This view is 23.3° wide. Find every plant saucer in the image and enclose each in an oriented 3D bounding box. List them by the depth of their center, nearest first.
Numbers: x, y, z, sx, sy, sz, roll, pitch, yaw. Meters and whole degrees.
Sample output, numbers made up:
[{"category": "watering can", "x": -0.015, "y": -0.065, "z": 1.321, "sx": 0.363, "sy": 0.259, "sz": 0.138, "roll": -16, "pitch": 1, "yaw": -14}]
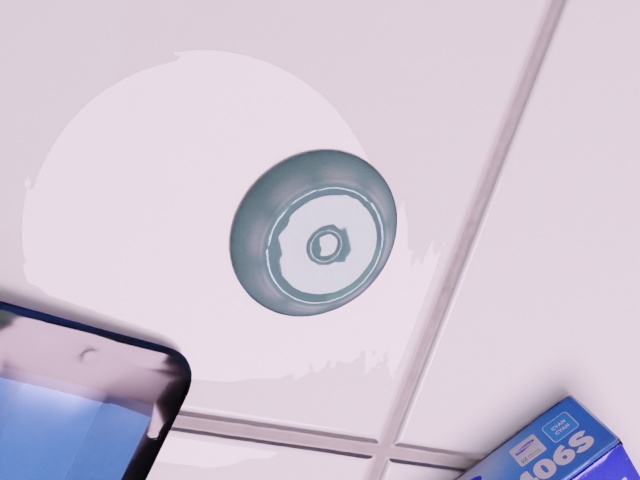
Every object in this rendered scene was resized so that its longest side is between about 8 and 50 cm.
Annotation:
[{"category": "plant saucer", "x": 0.000, "y": 0.000, "z": 1.026, "sx": 0.119, "sy": 0.021, "sz": 0.119, "roll": -9, "pitch": 115, "yaw": -19}]

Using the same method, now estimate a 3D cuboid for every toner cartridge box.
[{"category": "toner cartridge box", "x": 0.216, "y": 0.297, "z": 1.218, "sx": 0.165, "sy": 0.075, "sz": 0.348, "roll": -36, "pitch": 121, "yaw": -6}]

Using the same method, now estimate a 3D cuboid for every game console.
[{"category": "game console", "x": -0.221, "y": 0.192, "z": 0.936, "sx": 0.173, "sy": 0.250, "sz": 0.293, "roll": 25, "pitch": 101, "yaw": -3}]
